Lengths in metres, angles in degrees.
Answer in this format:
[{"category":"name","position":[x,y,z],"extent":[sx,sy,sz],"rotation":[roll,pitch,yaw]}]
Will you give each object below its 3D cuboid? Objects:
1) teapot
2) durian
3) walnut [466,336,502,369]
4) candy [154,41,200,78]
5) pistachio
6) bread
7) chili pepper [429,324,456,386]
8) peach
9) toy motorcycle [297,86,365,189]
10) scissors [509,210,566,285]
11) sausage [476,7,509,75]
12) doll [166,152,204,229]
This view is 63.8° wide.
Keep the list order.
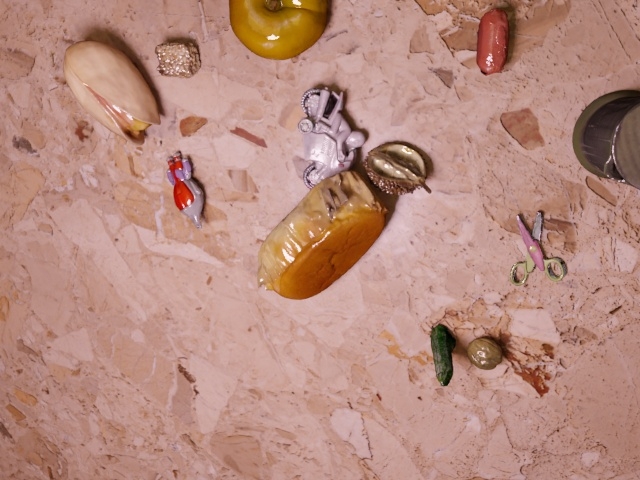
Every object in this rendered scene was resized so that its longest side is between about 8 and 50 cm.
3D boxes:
[{"category":"teapot","position":[0.664,-0.210,1.005],"extent":[0.270,0.337,0.200],"rotation":[-25,96,20]},{"category":"durian","position":[0.192,-0.159,1.278],"extent":[0.188,0.148,0.091],"rotation":[32,146,19]},{"category":"walnut","position":[0.429,0.296,1.347],"extent":[0.092,0.092,0.092],"rotation":[4,105,16]},{"category":"candy","position":[-0.386,-0.485,1.384],"extent":[0.110,0.085,0.095],"rotation":[0,114,13]},{"category":"pistachio","position":[-0.571,-0.406,1.405],"extent":[0.187,0.187,0.299],"rotation":[-38,95,22]},{"category":"bread","position":[0.008,-0.002,1.326],"extent":[0.388,0.236,0.183],"rotation":[-45,71,32]},{"category":"chili pepper","position":[0.308,0.300,1.304],"extent":[0.059,0.227,0.088],"rotation":[-35,97,22]},{"category":"peach","position":[-0.102,-0.567,1.248],"extent":[0.251,0.153,0.251],"rotation":[0,110,1]},{"category":"toy motorcycle","position":[0.030,-0.257,1.315],"extent":[0.170,0.110,0.260],"rotation":[-2,97,1]},{"category":"scissors","position":[0.529,0.020,1.274],"extent":[0.133,0.020,0.187],"rotation":[-10,103,16]},{"category":"sausage","position":[0.390,-0.447,1.165],"extent":[0.076,0.076,0.141],"rotation":[4,104,16]},{"category":"doll","position":[-0.387,-0.139,1.478],"extent":[0.102,0.075,0.228],"rotation":[-26,86,35]}]
